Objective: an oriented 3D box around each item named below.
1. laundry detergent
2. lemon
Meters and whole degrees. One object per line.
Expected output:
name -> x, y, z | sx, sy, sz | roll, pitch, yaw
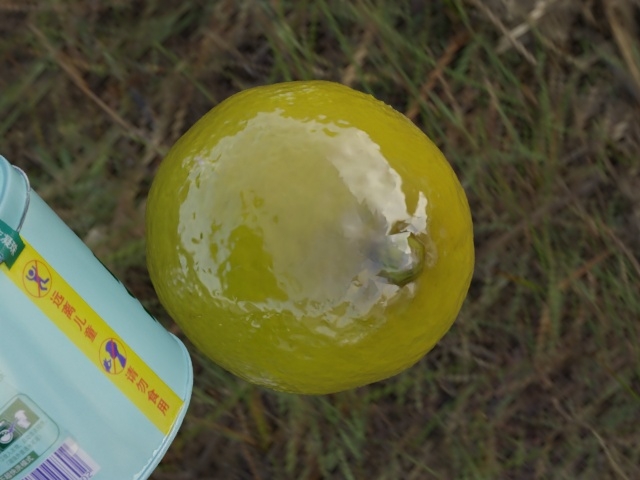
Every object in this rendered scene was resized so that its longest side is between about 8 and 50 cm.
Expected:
laundry detergent -> -0.314, 0.091, 1.578 | 0.287, 0.305, 0.287 | -29, 30, 19
lemon -> 0.000, 0.000, 1.883 | 0.364, 0.364, 0.364 | -9, 66, 20
